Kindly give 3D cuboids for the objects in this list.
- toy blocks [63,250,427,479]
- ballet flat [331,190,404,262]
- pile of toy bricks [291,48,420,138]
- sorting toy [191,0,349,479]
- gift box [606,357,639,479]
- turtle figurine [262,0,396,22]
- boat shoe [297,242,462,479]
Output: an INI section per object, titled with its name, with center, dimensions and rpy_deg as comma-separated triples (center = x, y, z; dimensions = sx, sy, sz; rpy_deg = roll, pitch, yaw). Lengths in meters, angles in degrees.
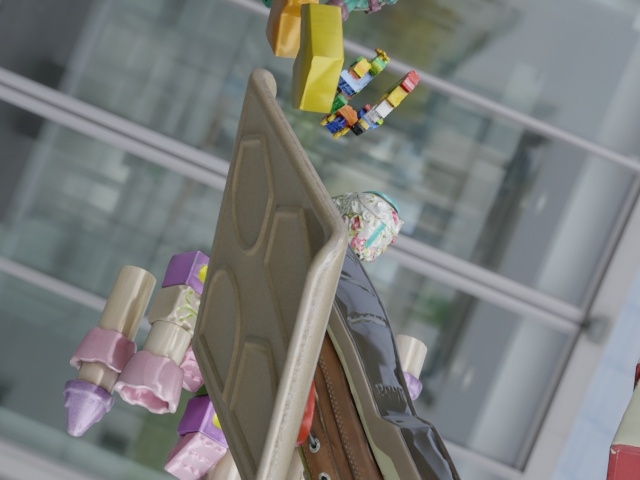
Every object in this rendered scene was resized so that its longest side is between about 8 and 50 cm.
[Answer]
[toy blocks]
center = -0.080, 0.179, 1.713
dimensions = 0.309, 0.288, 0.260
rpy_deg = -14, -132, 48
[ballet flat]
center = 0.000, 0.000, 1.840
dimensions = 0.077, 0.091, 0.241
rpy_deg = -59, -163, -23
[pile of toy bricks]
center = 0.052, -0.210, 2.229
dimensions = 0.105, 0.118, 0.212
rpy_deg = -46, -171, -17
[sorting toy]
center = -0.019, -0.006, 1.028
dimensions = 0.229, 0.041, 0.307
rpy_deg = -112, -149, -56
[gift box]
center = 0.350, 0.243, 1.308
dimensions = 0.258, 0.276, 0.255
rpy_deg = -40, 142, -68
[turtle figurine]
center = 0.048, -0.322, 2.042
dimensions = 0.234, 0.175, 0.118
rpy_deg = -34, 142, -24
[boat shoe]
center = 0.004, 0.108, 1.258
dimensions = 0.104, 0.307, 0.111
rpy_deg = -32, 153, 20
